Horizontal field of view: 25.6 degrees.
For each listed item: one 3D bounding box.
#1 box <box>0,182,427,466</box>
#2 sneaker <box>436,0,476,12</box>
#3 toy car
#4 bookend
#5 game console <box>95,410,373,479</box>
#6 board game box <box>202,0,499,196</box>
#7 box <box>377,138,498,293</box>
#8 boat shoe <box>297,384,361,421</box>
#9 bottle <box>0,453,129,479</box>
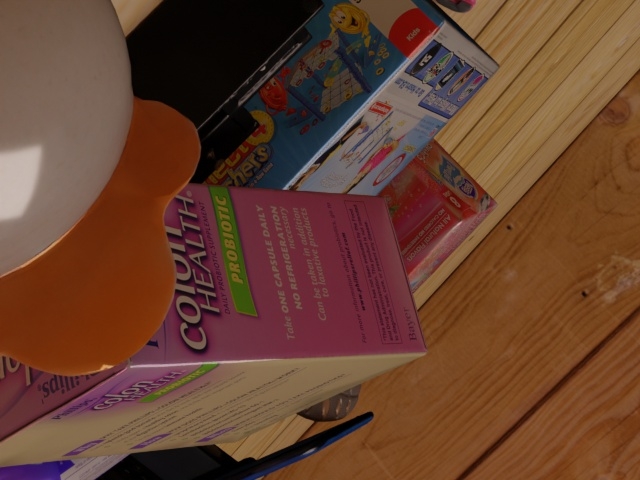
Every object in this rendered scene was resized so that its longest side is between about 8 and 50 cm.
[{"bbox_3d":[-0.097,0.058,0.921,0.243,0.117,0.213,1,158,-43],"label":"box"},{"bbox_3d":[0.134,-0.251,1.206,0.057,0.047,0.119,-64,-177,-34],"label":"sneaker"},{"bbox_3d":[-0.143,-0.046,0.361,0.210,0.238,0.219,-41,169,-18],"label":"toy car"},{"bbox_3d":[-0.067,-0.102,0.909,0.156,0.072,0.157,-44,170,1],"label":"bookend"},{"bbox_3d":[-0.112,0.192,1.490,0.173,0.250,0.293,-56,169,6],"label":"game console"},{"bbox_3d":[0.000,-0.084,1.200,0.302,0.086,0.308,-46,170,10],"label":"board game box"},{"bbox_3d":[0.033,0.020,1.568,0.300,0.154,0.142,-47,170,23],"label":"box"},{"bbox_3d":[-0.071,0.104,1.401,0.324,0.116,0.123,29,69,-51],"label":"boat shoe"},{"bbox_3d":[-0.231,0.151,1.053,0.283,0.118,0.092,-32,165,-47],"label":"bottle"}]
